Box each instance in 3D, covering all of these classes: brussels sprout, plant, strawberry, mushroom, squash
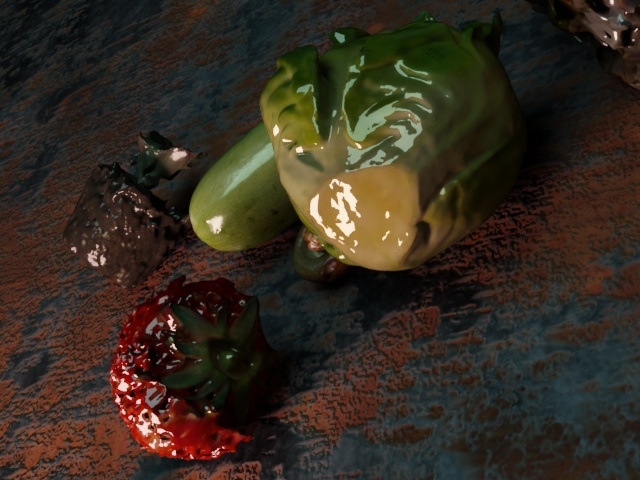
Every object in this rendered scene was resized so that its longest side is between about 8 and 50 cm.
[{"bbox_3d":[0.074,-0.113,1.400,0.259,0.227,0.294,-14,37,25],"label":"brussels sprout"},{"bbox_3d":[-0.231,-0.046,1.764,0.203,0.131,0.142,-56,33,7],"label":"plant"},{"bbox_3d":[-0.148,0.142,1.469,0.184,0.187,0.201,-30,3,-35],"label":"strawberry"},{"bbox_3d":[0.006,0.009,1.497,0.088,0.073,0.129,-32,5,7],"label":"mushroom"},{"bbox_3d":[0.000,-0.121,1.602,0.370,0.118,0.118,-41,36,6],"label":"squash"}]

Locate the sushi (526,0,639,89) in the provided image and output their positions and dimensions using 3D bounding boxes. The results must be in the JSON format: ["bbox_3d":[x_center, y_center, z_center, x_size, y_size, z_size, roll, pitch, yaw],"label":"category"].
[{"bbox_3d":[0.215,-0.303,1.294,0.176,0.417,0.417,-56,35,2],"label":"sushi"}]
